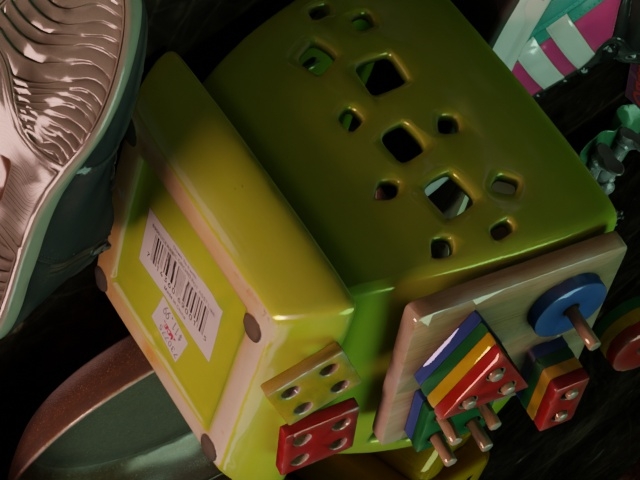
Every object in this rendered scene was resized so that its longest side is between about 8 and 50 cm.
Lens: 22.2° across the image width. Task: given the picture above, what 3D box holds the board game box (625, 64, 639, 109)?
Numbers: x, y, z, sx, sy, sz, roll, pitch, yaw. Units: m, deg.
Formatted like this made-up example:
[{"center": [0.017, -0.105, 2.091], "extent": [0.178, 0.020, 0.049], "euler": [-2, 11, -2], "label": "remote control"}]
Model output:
[{"center": [0.352, -0.248, 1.332], "extent": [0.208, 0.056, 0.347], "euler": [-41, 159, -14], "label": "board game box"}]

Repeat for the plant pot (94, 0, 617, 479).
[{"center": [0.000, 0.000, 0.968], "extent": [0.207, 0.228, 0.227], "euler": [-20, 151, -29], "label": "plant pot"}]

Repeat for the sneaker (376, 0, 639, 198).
[{"center": [0.157, -0.131, 1.053], "extent": [0.178, 0.124, 0.295], "euler": [3, 143, -24], "label": "sneaker"}]

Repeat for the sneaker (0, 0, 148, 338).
[{"center": [-0.136, -0.056, 0.840], "extent": [0.222, 0.083, 0.118], "euler": [-61, 172, 25], "label": "sneaker"}]

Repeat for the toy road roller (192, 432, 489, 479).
[{"center": [0.024, 0.190, 1.414], "extent": [0.329, 0.202, 0.241], "euler": [-17, 136, -57], "label": "toy road roller"}]

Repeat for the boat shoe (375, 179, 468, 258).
[{"center": [0.071, -0.003, 1.179], "extent": [0.072, 0.068, 0.190], "euler": [80, 21, -52], "label": "boat shoe"}]

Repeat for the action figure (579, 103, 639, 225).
[{"center": [0.241, -0.021, 1.560], "extent": [0.137, 0.063, 0.232], "euler": [-32, 160, -32], "label": "action figure"}]

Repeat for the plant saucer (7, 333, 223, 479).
[{"center": [-0.093, 0.114, 1.189], "extent": [0.310, 0.050, 0.310], "euler": [-26, 161, -10], "label": "plant saucer"}]

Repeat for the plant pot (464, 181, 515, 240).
[{"center": [0.159, -0.002, 1.399], "extent": [0.096, 0.109, 0.109], "euler": [-35, 161, -51], "label": "plant pot"}]

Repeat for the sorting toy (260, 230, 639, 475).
[{"center": [0.096, 0.071, 0.898], "extent": [0.274, 0.046, 0.132], "euler": [-18, 148, -20], "label": "sorting toy"}]
